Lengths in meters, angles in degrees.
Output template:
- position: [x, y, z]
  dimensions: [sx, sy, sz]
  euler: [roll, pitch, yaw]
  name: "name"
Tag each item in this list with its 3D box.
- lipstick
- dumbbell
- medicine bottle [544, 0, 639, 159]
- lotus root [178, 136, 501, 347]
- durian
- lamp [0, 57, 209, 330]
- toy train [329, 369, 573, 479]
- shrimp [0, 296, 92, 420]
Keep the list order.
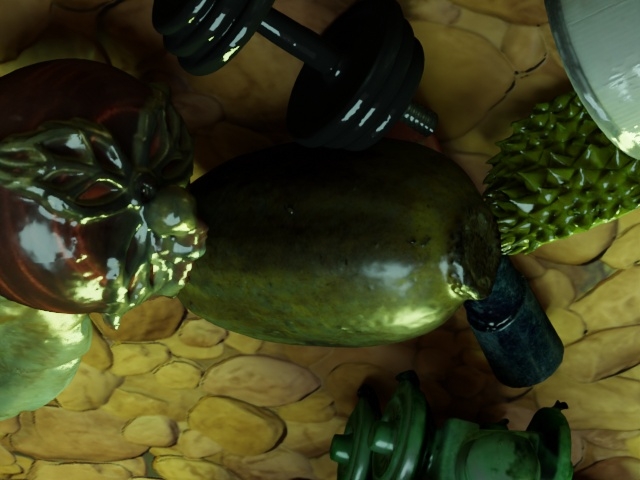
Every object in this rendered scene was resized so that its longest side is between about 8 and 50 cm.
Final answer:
- position: [0.100, 0.003, 1.094]
  dimensions: [0.053, 0.053, 0.234]
  euler: [-13, 131, 21]
  name: "lipstick"
- position: [-0.016, -0.114, 0.928]
  dimensions: [0.208, 0.099, 0.099]
  euler: [30, 134, -25]
  name: "dumbbell"
- position: [0.251, -0.143, 0.827]
  dimensions: [0.258, 0.143, 0.143]
  euler: [-24, 130, 30]
  name: "medicine bottle"
- position: [0.000, 0.000, 1.013]
  dimensions: [0.241, 0.124, 0.123]
  euler: [-5, 136, 43]
  name: "lotus root"
- position: [0.162, -0.033, 1.007]
  dimensions: [0.215, 0.086, 0.100]
  euler: [-23, 149, 11]
  name: "durian"
- position: [-0.176, -0.041, 0.973]
  dimensions: [0.223, 0.151, 0.215]
  euler: [-8, 121, 21]
  name: "lamp"
- position: [0.081, 0.205, 1.181]
  dimensions: [0.145, 0.201, 0.266]
  euler: [13, 167, -10]
  name: "toy train"
- position: [-0.327, 0.084, 1.221]
  dimensions: [0.360, 0.085, 0.247]
  euler: [-20, 139, 22]
  name: "shrimp"
